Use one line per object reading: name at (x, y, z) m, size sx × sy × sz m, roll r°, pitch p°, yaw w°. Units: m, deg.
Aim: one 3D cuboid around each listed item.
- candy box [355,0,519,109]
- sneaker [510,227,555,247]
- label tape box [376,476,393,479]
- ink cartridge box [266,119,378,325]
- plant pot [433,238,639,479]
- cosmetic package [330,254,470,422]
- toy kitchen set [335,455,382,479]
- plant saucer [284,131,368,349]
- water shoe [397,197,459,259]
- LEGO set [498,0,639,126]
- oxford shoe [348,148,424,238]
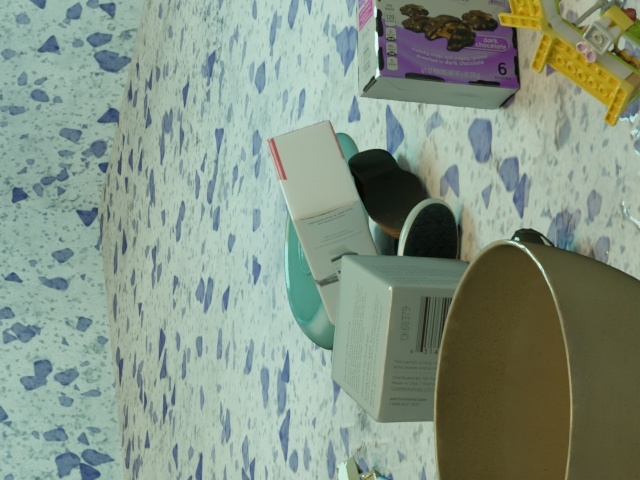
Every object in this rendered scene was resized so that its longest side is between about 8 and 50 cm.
candy box at (0.126, -0.253, 1.857) m, size 0.070 × 0.165 × 0.196 m, roll 136°, pitch 134°, yaw -66°
sneaker at (0.193, 0.122, 1.666) m, size 0.100 × 0.108 × 0.271 m, roll 175°, pitch 100°, yaw -75°
label tape box at (0.081, 0.441, 1.786) m, size 0.347 × 0.115 × 0.249 m, roll -66°, pitch 15°, yaw -7°
ink cartridge box at (0.014, -0.020, 2.153) m, size 0.218 × 0.092 × 0.158 m, roll 72°, pitch 179°, yaw -48°
plant pot at (0.231, 0.145, 1.383) m, size 0.284 × 0.191 × 0.284 m, roll -177°, pitch 90°, yaw -74°
cosmetic package at (0.112, 0.106, 1.859) m, size 0.184 × 0.151 × 0.151 m, roll -146°, pitch 60°, yaw -72°
toy kitchen set at (0.056, 0.333, 2.211) m, size 0.083 × 0.075 × 0.068 m, roll -35°, pitch 44°, yaw 17°
plant saucer at (0.000, 0.000, 2.443) m, size 0.317 × 0.044 × 0.317 m, roll -177°, pitch 90°, yaw -73°
water shoe at (0.115, 0.049, 1.995) m, size 0.080 × 0.073 × 0.203 m, roll -159°, pitch 73°, yaw -75°
LEGO set at (0.232, -0.219, 1.448) m, size 0.287 × 0.107 × 0.132 m, roll 51°, pitch 148°, yaw -2°
oxford shoe at (0.091, -0.045, 2.130) m, size 0.212 × 0.076 × 0.076 m, roll -113°, pitch 7°, yaw -63°
